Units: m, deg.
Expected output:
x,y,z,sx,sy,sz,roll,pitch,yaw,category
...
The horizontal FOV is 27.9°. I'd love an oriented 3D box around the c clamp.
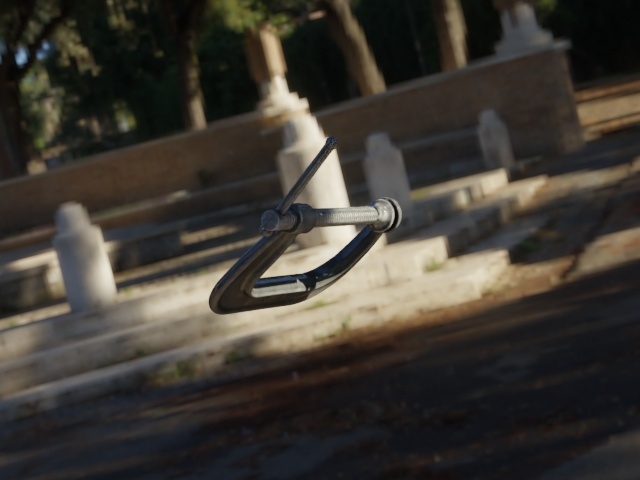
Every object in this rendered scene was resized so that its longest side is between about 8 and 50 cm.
x,y,z,sx,sy,sz,roll,pitch,yaw,category
0.000,0.000,0.756,0.137,0.022,0.160,-46,-19,18,c clamp
